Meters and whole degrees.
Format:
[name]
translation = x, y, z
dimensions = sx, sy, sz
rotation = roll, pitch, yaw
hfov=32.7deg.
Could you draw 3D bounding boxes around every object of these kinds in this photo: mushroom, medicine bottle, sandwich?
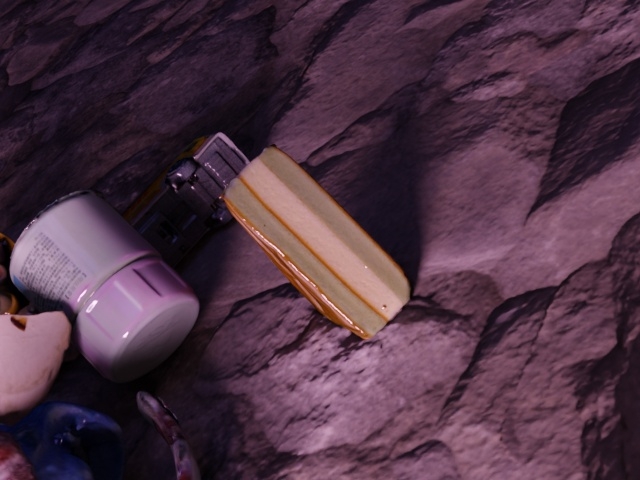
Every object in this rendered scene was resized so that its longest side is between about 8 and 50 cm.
[mushroom]
translation = -0.330, 0.160, 1.094
dimensions = 0.247, 0.096, 0.108
rotation = -55, 14, 37
[medicine bottle]
translation = -0.223, 0.048, 1.130
dimensions = 0.168, 0.135, 0.135
rotation = 41, 77, 20
[sandwich]
translation = 0.000, 0.000, 0.997
dimensions = 0.079, 0.163, 0.113
rotation = -45, 32, -11

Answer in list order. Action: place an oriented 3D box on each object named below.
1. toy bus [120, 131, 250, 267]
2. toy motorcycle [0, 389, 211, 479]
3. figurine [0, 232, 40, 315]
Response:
[toy bus]
translation = -0.195, -0.011, 1.293
dimensions = 0.268, 0.092, 0.106
rotation = -49, 23, -18
[toy motorcycle]
translation = -0.219, 0.248, 0.930
dimensions = 0.319, 0.241, 0.182
rotation = 48, 126, 54
[figurine]
translation = -0.407, 0.092, 1.301
dimensions = 0.256, 0.167, 0.192
rotation = 33, 85, 33
